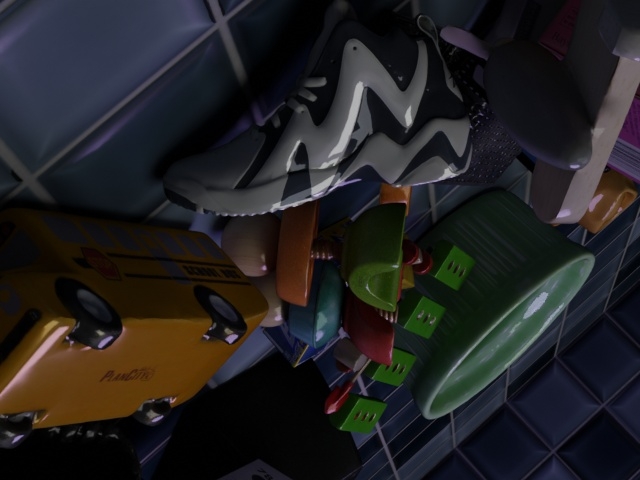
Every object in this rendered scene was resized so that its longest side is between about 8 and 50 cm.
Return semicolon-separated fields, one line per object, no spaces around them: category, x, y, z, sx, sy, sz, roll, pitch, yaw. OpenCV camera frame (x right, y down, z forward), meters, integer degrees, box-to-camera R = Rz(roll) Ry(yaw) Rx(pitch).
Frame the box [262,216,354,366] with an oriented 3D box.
box;0.001;0.058;1.351;0.054;0.059;0.169;-25;154;-43

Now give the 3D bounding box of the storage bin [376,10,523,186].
storage bin;0.106;-0.117;1.088;0.084;0.122;0.180;-50;160;20

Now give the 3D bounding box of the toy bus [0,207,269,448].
toy bus;-0.157;0.055;0.911;0.108;0.130;0.332;-47;161;14

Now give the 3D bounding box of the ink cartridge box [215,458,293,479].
ink cartridge box;-0.123;0.314;1.264;0.165;0.065;0.332;-55;163;13

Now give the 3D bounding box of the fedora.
fedora;0.419;-0.069;1.902;0.194;0.079;0.194;-38;160;-16

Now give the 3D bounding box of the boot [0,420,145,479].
boot;-0.229;0.245;1.175;0.348;0.131;0.260;-16;147;-53

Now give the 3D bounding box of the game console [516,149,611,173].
game console;0.250;-0.134;1.310;0.124;0.144;0.085;-50;161;20

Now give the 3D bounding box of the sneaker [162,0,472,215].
sneaker;-0.010;-0.109;0.947;0.234;0.153;0.094;-8;-166;6

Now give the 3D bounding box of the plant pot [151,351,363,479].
plant pot;-0.063;0.265;1.506;0.188;0.167;0.187;-26;154;-39

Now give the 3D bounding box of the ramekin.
ramekin;0.198;0.076;1.658;0.303;0.148;0.303;-38;161;-16

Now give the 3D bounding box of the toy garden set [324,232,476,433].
toy garden set;0.069;0.098;1.435;0.244;0.049;0.204;-58;157;2

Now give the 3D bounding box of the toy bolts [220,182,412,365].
toy bolts;0.000;0.000;1.192;0.229;0.158;0.218;90;8;-52

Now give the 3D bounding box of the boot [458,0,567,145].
boot;0.218;-0.193;1.187;0.123;0.095;0.258;-24;149;-41

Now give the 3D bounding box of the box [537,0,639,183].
box;0.321;-0.198;1.138;0.243;0.117;0.213;-54;156;-6

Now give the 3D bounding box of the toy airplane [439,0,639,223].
toy airplane;0.200;-0.218;0.833;0.384;0.272;0.386;65;39;-83
